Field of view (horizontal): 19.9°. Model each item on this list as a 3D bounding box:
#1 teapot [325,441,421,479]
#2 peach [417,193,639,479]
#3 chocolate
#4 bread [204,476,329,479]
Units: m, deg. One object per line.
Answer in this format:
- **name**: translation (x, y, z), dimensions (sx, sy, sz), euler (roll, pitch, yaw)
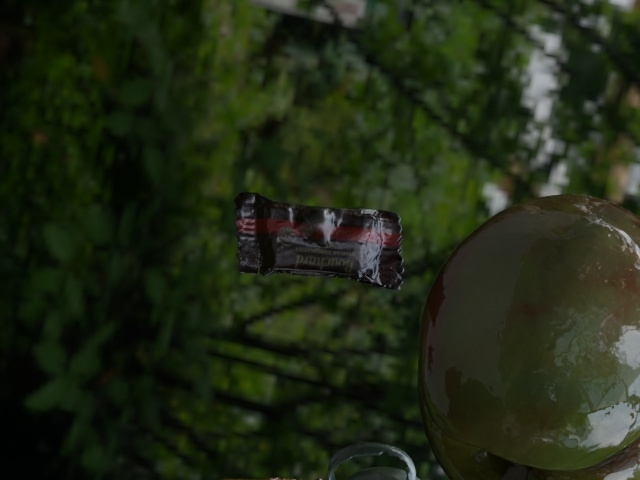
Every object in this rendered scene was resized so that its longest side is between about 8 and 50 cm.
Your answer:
- **teapot**: translation (0.085, 0.339, 1.979), dimensions (0.193, 0.129, 0.294), euler (-83, 156, -60)
- **peach**: translation (0.206, 0.098, 1.599), dimensions (0.292, 0.247, 0.292), euler (-15, 107, -60)
- **chocolate**: translation (0.000, 0.000, 1.717), dimensions (0.028, 0.182, 0.086), euler (-24, -118, 55)
- **bread**: translation (-0.101, 0.344, 1.453), dimensions (0.398, 0.398, 0.215), euler (98, -17, -63)
